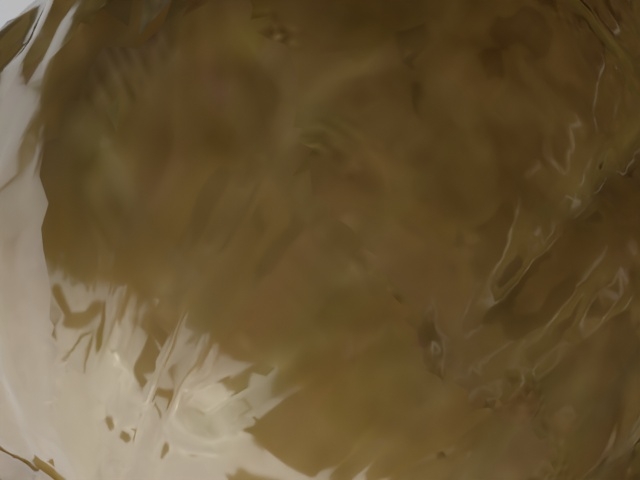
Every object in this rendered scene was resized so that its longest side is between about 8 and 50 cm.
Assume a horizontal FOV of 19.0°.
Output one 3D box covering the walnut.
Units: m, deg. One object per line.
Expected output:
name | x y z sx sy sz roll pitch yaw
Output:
walnut | 0.000 0.000 0.506 0.225 0.225 0.261 41 -143 -7
